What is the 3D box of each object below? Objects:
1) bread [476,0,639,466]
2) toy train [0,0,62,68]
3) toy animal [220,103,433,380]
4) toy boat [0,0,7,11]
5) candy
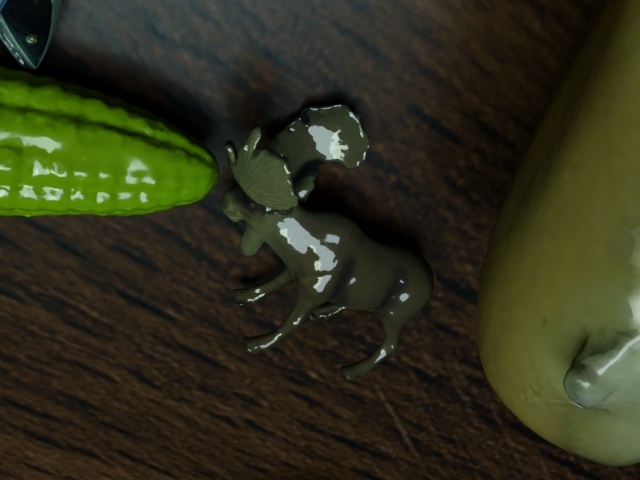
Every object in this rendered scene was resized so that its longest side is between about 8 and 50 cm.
[{"bbox_3d":[0.284,-0.056,0.518,0.348,0.253,0.376,3,128,-16],"label":"bread"},{"bbox_3d":[-0.174,-0.213,0.467,0.055,0.048,0.252,6,132,0],"label":"toy train"},{"bbox_3d":[0.000,0.000,0.631,0.214,0.094,0.186,19,127,-29],"label":"toy animal"},{"bbox_3d":[-0.322,-0.189,0.440,0.291,0.070,0.210,0,130,-2],"label":"toy boat"},{"bbox_3d":[-0.168,-0.058,0.552,0.209,0.097,0.097,8,125,-17],"label":"candy"}]
